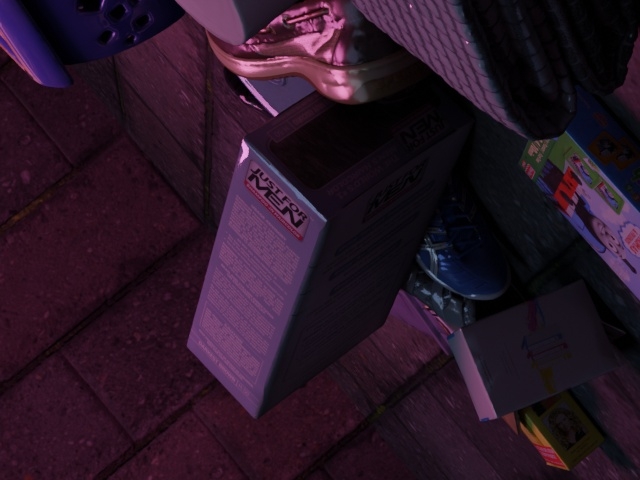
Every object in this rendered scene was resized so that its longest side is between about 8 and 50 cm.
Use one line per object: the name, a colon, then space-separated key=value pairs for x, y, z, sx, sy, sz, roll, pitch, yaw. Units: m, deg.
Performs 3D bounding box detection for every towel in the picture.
towel: x=0.069 y=-0.220 z=1.197 sx=0.235 sy=0.121 sz=0.284 roll=45 pitch=171 yaw=40

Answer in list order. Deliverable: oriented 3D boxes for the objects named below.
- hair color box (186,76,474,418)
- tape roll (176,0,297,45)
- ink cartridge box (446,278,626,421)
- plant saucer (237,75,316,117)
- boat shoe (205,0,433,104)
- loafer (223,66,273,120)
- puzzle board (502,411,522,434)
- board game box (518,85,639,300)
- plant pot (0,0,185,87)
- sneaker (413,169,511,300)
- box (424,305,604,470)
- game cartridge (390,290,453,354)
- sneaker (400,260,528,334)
hair color box: x=0.000 y=0.000 z=1.814 sx=0.113 sy=0.185 sz=0.374 roll=46 pitch=150 yaw=16
tape roll: x=-0.069 y=-0.289 z=1.419 sx=0.246 sy=0.169 sz=0.246 roll=50 pitch=172 yaw=10
ink cartridge box: x=0.204 y=0.100 z=1.783 sx=0.092 sy=0.143 sz=0.090 roll=119 pitch=129 yaw=-81
plant saucer: x=-0.055 y=-0.212 z=2.000 sx=0.317 sy=0.043 sz=0.317 roll=48 pitch=166 yaw=17
boat shoe: x=-0.018 y=-0.212 z=1.700 sx=0.342 sy=0.123 sz=0.123 roll=32 pitch=147 yaw=61
loafer: x=-0.053 y=-0.161 z=2.217 sx=0.170 sy=0.062 sz=0.061 roll=43 pitch=172 yaw=43
puzzle board: x=0.184 y=0.155 z=2.098 sx=0.096 sy=0.011 sz=0.128 roll=49 pitch=171 yaw=24
board game box: x=0.239 y=-0.011 z=1.445 sx=0.211 sy=0.039 sz=0.160 roll=48 pitch=170 yaw=10
plant pot: x=-0.344 y=-0.346 z=2.418 sx=0.236 sy=0.212 sz=0.236 roll=45 pitch=170 yaw=39
sneaker: x=0.111 y=-0.027 z=1.879 sx=0.211 sy=0.080 sz=0.081 roll=51 pitch=173 yaw=-3
box: x=0.214 y=0.146 z=2.137 sx=0.232 sy=0.058 sz=0.087 roll=51 pitch=171 yaw=-6
game cartridge: x=0.070 y=0.016 z=2.340 sx=0.230 sy=0.068 sz=0.355 roll=49 pitch=172 yaw=-20
sneaker: x=0.139 y=0.027 z=1.971 sx=0.281 sy=0.105 sz=0.115 roll=42 pitch=163 yaw=-9
